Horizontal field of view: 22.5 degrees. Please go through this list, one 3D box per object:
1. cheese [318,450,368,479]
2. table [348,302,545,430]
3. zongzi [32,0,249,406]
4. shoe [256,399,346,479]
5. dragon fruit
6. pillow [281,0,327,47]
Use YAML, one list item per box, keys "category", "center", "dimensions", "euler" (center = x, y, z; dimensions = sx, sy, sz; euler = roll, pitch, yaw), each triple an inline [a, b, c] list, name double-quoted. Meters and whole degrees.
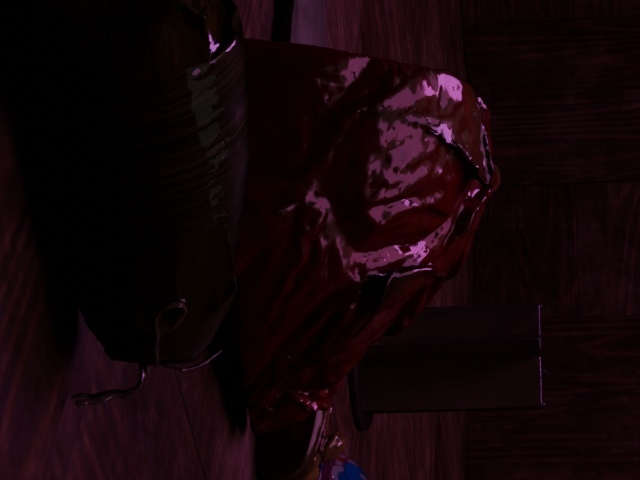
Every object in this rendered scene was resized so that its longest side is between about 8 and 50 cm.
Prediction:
- category: "cheese"
  center: [0.012, 0.264, 1.553]
  dimensions: [0.244, 0.062, 0.155]
  euler: [68, 23, -61]
- category: "table"
  center: [0.157, 0.143, 1.946]
  dimensions: [0.167, 0.227, 0.167]
  euler: [-3, 90, -80]
- category: "zongzi"
  center: [-0.092, -0.067, 0.921]
  dimensions: [0.241, 0.111, 0.247]
  euler: [-88, 177, -62]
- category: "shoe"
  center: [-0.014, 0.170, 1.390]
  dimensions: [0.069, 0.072, 0.109]
  euler: [44, 44, -69]
- category: "dragon fruit"
  center: [0.000, 0.000, 1.306]
  dimensions: [0.240, 0.302, 0.330]
  euler: [-145, -117, -62]
- category: "pillow"
  center: [-0.016, -0.200, 1.573]
  dimensions: [0.130, 0.038, 0.232]
  euler: [65, 24, -60]
